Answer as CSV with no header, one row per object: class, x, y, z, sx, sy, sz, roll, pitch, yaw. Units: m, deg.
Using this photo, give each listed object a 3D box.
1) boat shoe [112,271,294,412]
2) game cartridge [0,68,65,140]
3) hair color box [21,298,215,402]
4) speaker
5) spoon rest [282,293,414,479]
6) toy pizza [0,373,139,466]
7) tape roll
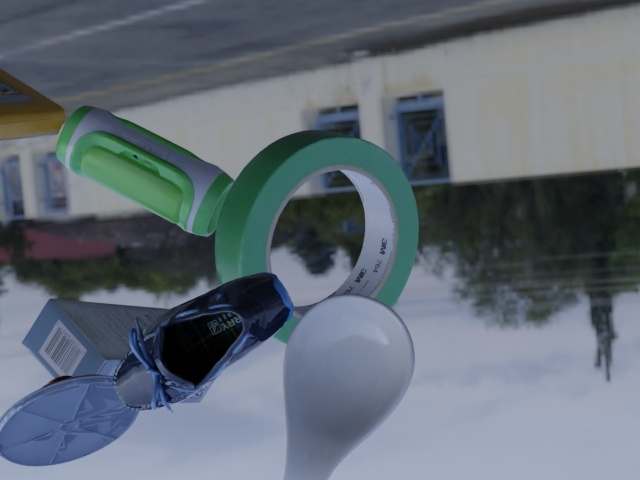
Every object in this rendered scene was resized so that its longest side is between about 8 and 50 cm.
boat shoe,-0.143,0.105,1.231,0.258,0.109,0.089,-42,173,35
game cartridge,-0.570,-0.230,1.744,0.285,0.052,0.324,31,-163,14
hair color box,-0.370,0.218,2.320,0.185,0.113,0.374,41,-165,28
speaker,-0.299,-0.121,2.064,0.297,0.131,0.131,27,-172,7
spoon rest,0.011,0.191,1.242,0.137,0.276,0.084,15,177,15
toy pizza,-0.337,0.233,1.593,0.201,0.032,0.201,-19,146,-13
tape roll,0.000,0.000,1.779,0.321,0.321,0.077,-7,-165,-35
